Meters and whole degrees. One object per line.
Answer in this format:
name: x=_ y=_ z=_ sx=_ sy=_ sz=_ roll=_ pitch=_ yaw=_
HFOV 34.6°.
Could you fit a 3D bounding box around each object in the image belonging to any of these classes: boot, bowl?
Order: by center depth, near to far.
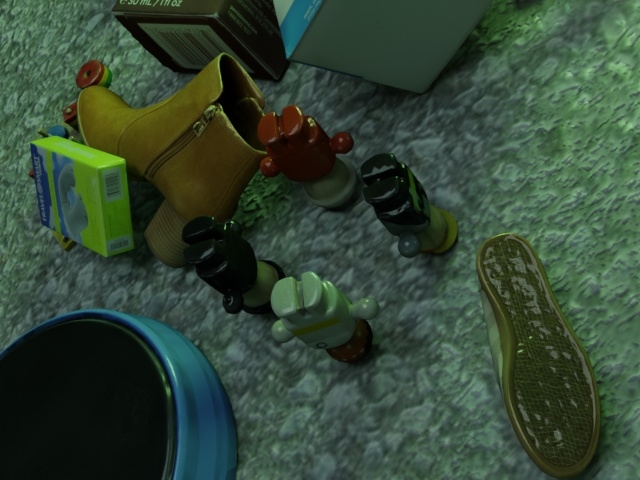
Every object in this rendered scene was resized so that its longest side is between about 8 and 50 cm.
bowl: x=-0.267 y=0.253 z=1.069 sx=0.391 sy=0.077 sz=0.391 roll=-17 pitch=56 yaw=27
boot: x=-0.162 y=-0.136 z=1.165 sx=0.211 sy=0.104 sz=0.295 roll=-51 pitch=56 yaw=30

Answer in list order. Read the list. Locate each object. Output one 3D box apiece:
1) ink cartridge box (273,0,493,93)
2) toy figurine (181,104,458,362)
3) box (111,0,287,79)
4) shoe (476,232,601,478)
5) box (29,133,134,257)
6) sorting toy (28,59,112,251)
ink cartridge box: x=0.053 y=-0.306 z=1.068 sx=0.168 sy=0.171 sz=0.233 roll=-53 pitch=39 yaw=42
toy figurine: x=0.000 y=0.000 z=0.993 sx=0.209 sy=0.148 sz=0.213 roll=27 pitch=79 yaw=35
box: x=-0.078 y=-0.397 z=1.274 sx=0.191 sy=0.143 sz=0.381 roll=11 pitch=69 yaw=38
shoe: x=0.183 y=0.097 z=0.868 sx=0.076 sy=0.058 sz=0.219 roll=-13 pitch=60 yaw=5
box: x=-0.284 y=-0.057 z=1.200 sx=0.178 sy=0.042 sz=0.109 roll=20 pitch=120 yaw=45
sorting toy: x=-0.328 y=-0.117 z=1.344 sx=0.132 sy=0.046 sz=0.275 roll=-29 pitch=52 yaw=18
